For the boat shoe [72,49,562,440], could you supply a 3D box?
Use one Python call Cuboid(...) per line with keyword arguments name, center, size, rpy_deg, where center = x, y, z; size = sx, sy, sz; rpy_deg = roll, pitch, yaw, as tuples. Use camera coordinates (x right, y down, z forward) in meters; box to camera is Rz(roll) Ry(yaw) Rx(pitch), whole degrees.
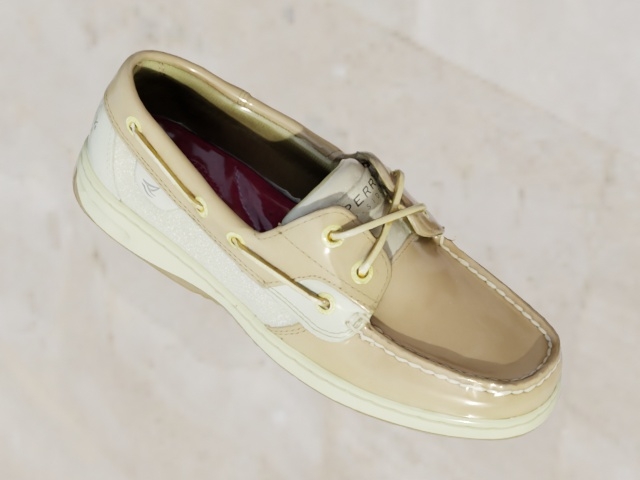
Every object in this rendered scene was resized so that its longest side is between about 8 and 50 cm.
Cuboid(name="boat shoe", center=(0.000, 0.000, 0.479), size=(0.135, 0.050, 0.045), rpy_deg=(28, 135, 11))
